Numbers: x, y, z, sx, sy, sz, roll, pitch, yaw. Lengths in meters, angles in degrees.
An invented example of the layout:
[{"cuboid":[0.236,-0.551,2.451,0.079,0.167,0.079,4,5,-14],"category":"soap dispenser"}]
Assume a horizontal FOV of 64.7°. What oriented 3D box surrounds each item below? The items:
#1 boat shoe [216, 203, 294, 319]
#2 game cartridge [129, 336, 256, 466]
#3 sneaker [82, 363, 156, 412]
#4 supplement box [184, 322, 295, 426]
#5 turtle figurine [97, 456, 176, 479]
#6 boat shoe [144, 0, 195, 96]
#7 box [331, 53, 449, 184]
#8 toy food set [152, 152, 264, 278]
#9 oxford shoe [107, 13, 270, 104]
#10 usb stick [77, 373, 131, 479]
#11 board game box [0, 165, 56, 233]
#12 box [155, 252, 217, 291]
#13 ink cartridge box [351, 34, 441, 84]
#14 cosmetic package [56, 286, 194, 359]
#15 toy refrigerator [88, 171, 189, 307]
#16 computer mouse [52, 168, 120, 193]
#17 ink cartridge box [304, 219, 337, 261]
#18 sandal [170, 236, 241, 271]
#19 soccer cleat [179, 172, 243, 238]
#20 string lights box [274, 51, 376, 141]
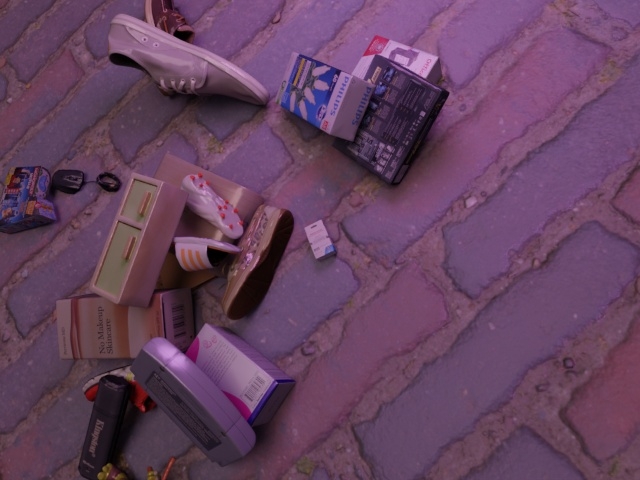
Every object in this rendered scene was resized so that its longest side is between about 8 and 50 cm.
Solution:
[{"cuboid":[-0.159,0.048,1.185,0.089,0.104,0.285,19,71,27],"category":"boat shoe"},{"cuboid":[-0.267,0.337,1.050,0.297,0.062,0.198,46,134,2],"category":"game cartridge"},{"cuboid":[-0.439,0.351,1.190,0.279,0.107,0.118,-19,81,16],"category":"sneaker"},{"cuboid":[-0.183,0.292,1.111,0.220,0.114,0.111,33,88,22],"category":"supplement box"},{"cuboid":[-0.406,0.579,1.119,0.217,0.087,0.270,14,88,28],"category":"turtle figurine"},{"cuboid":[-0.414,-0.582,1.441,0.123,0.123,0.342,-10,76,8],"category":"boat shoe"},{"cuboid":[0.151,-0.269,1.136,0.183,0.059,0.233,37,115,23],"category":"box"},{"cuboid":[-0.315,-0.066,1.264,0.306,0.092,0.220,24,87,19],"category":"toy food set"},{"cuboid":[-0.346,-0.434,1.308,0.449,0.169,0.130,23,87,0],"category":"oxford shoe"},{"cuboid":[-0.497,0.433,1.160,0.077,0.045,0.278,21,106,4],"category":"usb stick"},{"cuboid":[-0.843,-0.115,1.470,0.194,0.060,0.194,3,77,24],"category":"board game box"},{"cuboid":[-0.362,0.042,1.291,0.164,0.021,0.201,-27,67,8],"category":"box"},{"cuboid":[0.181,-0.394,1.203,0.175,0.072,0.127,29,86,24],"category":"ink cartridge box"},{"cuboid":[-0.465,0.198,1.209,0.296,0.129,0.153,-7,89,18],"category":"cosmetic package"},{"cuboid":[-0.393,-0.001,1.090,0.102,0.094,0.270,18,86,28],"category":"toy refrigerator"},{"cuboid":[-0.680,-0.171,1.450,0.242,0.041,0.071,3,75,19],"category":"computer mouse"},{"cuboid":[0.000,0.000,1.177,0.048,0.028,0.083,-25,69,10],"category":"ink cartridge box"},{"cuboid":[-0.298,0.032,1.147,0.265,0.102,0.076,5,82,25],"category":"sandal"},{"cuboid":[-0.253,-0.071,1.171,0.196,0.068,0.076,48,123,11],"category":"soccer cleat"},{"cuboid":[0.003,-0.339,1.177,0.259,0.076,0.133,41,115,46],"category":"string lights box"}]
